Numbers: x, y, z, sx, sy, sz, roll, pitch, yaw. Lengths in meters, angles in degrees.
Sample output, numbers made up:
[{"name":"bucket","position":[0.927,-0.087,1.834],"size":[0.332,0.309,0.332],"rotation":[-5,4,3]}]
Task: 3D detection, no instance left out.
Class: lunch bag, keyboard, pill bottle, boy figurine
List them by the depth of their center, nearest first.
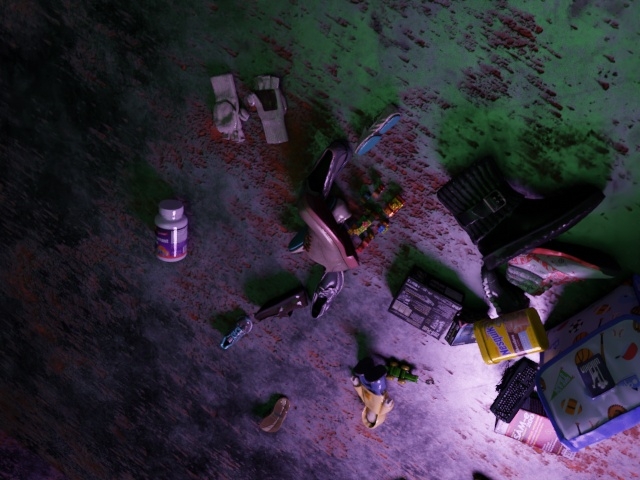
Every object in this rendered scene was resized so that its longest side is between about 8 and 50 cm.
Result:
[{"name":"lunch bag","position":[0.721,0.308,1.349],"size":[0.239,0.385,0.328],"rotation":[42,124,-1]},{"name":"keyboard","position":[0.572,0.448,1.634],"size":[0.100,0.038,0.192],"rotation":[32,94,15]},{"name":"boy figurine","position":[0.170,0.518,1.840],"size":[0.177,0.092,0.285],"rotation":[29,139,37]},{"name":"pill bottle","position":[-0.506,-0.035,1.852],"size":[0.108,0.108,0.193],"rotation":[17,120,14]}]

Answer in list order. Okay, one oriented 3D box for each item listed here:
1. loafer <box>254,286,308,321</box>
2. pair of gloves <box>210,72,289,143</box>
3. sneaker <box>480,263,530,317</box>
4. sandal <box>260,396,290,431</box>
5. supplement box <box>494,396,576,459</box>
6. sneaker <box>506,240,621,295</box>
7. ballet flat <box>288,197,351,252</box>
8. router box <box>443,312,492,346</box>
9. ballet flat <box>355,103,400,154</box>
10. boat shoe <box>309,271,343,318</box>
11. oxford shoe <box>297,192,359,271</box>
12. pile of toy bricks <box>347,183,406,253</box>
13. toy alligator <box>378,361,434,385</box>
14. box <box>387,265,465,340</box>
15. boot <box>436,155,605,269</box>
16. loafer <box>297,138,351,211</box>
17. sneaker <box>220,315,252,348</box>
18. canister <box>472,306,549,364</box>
[{"name":"loafer","position":[-0.132,0.233,1.846],"size":[0.220,0.080,0.078],"rotation":[-27,102,31]},{"name":"pair of gloves","position":[-0.213,-0.382,1.599],"size":[0.240,0.042,0.204],"rotation":[7,117,20]},{"name":"sneaker","position":[0.528,0.156,1.540],"size":[0.106,0.078,0.234],"rotation":[-19,110,26]},{"name":"sandal","position":[-0.166,0.665,2.098],"size":[0.072,0.049,0.180],"rotation":[31,108,0]},{"name":"supplement box","position":[0.671,0.564,1.680],"size":[0.240,0.073,0.130],"rotation":[16,120,16]},{"name":"sneaker","position":[0.633,0.086,1.452],"size":[0.270,0.090,0.145],"rotation":[16,121,19]},{"name":"ballet flat","position":[0.001,-0.028,1.668],"size":[0.086,0.086,0.248],"rotation":[45,122,-3]},{"name":"router box","position":[0.434,0.261,1.607],"size":[0.038,0.123,0.092],"rotation":[56,138,45]},{"name":"ballet flat","position":[0.150,-0.303,1.490],"size":[0.168,0.057,0.052],"rotation":[-41,67,29]},{"name":"boat shoe","position":[0.017,0.169,1.761],"size":[0.075,0.065,0.206],"rotation":[27,122,8]},{"name":"oxford shoe","position":[0.000,0.000,1.555],"size":[0.130,0.123,0.348],"rotation":[-23,139,11]},{"name":"pile of toy bricks","position":[0.139,-0.057,1.575],"size":[0.118,0.105,0.212],"rotation":[41,123,0]},{"name":"toy alligator","position":[0.280,0.446,1.800],"size":[0.190,0.056,0.051],"rotation":[14,159,16]},{"name":"box","position":[0.317,0.187,1.638],"size":[0.180,0.077,0.147],"rotation":[29,122,7]},{"name":"boot","position":[0.500,-0.112,1.387],"size":[0.348,0.131,0.260],"rotation":[-29,74,5]},{"name":"loafer","position":[-0.010,-0.175,1.584],"size":[0.096,0.084,0.267],"rotation":[39,121,15]},{"name":"sneaker","position":[-0.306,0.338,1.972],"size":[0.065,0.076,0.166],"rotation":[39,123,-1]},{"name":"canister","position":[0.516,0.259,1.486],"size":[0.170,0.073,0.126],"rotation":[-28,71,41]}]
